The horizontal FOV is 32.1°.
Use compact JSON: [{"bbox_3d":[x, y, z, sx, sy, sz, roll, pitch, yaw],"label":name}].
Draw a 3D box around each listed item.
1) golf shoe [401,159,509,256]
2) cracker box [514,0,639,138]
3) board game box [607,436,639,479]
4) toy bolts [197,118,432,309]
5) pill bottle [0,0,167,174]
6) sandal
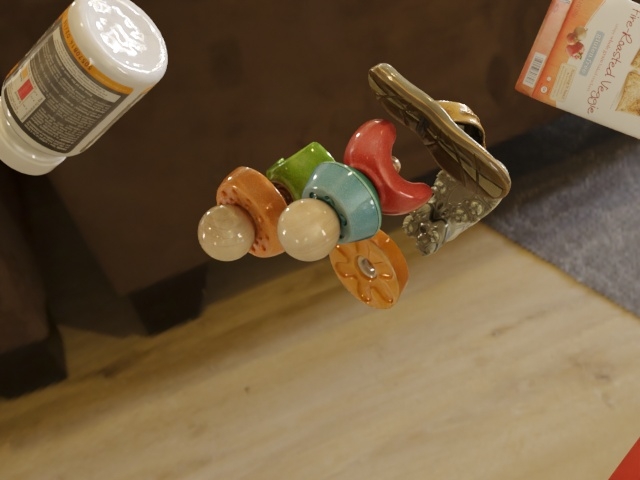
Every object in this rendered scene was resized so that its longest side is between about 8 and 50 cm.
[{"bbox_3d":[0.163,-0.050,1.238,0.086,0.176,0.069,-26,82,-35],"label":"golf shoe"},{"bbox_3d":[0.388,-0.222,1.428,0.232,0.155,0.067,17,14,-17],"label":"cracker box"},{"bbox_3d":[0.234,0.292,0.700,0.242,0.064,0.316,44,72,-1],"label":"board game box"},{"bbox_3d":[0.000,0.000,1.134,0.158,0.218,0.228,-37,6,-32],"label":"toy bolts"},{"bbox_3d":[-0.362,-0.221,1.618,0.278,0.162,0.162,-35,34,33],"label":"pill bottle"},{"bbox_3d":[0.122,-0.113,1.082,0.180,0.072,0.049,44,73,4],"label":"sandal"}]
